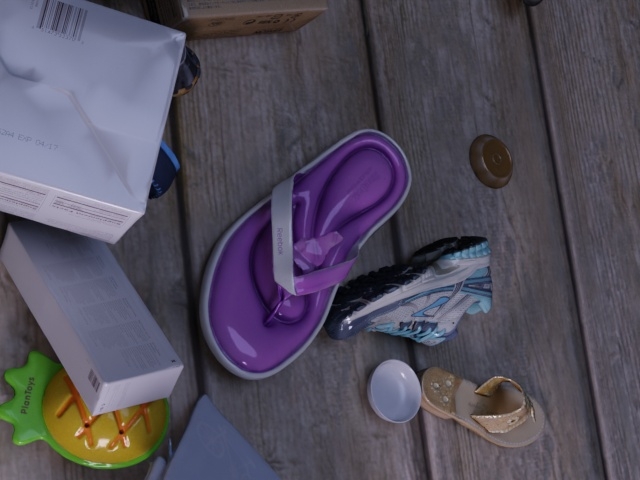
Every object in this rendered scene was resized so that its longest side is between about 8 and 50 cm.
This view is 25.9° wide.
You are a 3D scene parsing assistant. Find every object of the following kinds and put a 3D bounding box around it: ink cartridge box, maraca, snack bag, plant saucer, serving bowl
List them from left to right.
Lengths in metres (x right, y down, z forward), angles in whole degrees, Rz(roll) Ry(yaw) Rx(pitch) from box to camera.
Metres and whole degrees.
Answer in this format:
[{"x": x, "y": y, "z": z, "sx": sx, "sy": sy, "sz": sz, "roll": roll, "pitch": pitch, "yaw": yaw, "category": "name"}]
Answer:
[{"x": -0.256, "y": 0.183, "z": 1.517, "sx": 0.185, "sy": 0.099, "sz": 0.127, "roll": 13, "pitch": 62, "yaw": -14, "category": "maraca"}, {"x": -0.125, "y": -0.364, "z": 1.788, "sx": 0.234, "sy": 0.088, "sz": 0.193, "roll": -11, "pitch": 81, "yaw": -37, "category": "ink cartridge box"}, {"x": -0.076, "y": 0.351, "z": 1.536, "sx": 0.323, "sy": 0.037, "sz": 0.342, "roll": 49, "pitch": 19, "yaw": -12, "category": "snack bag"}, {"x": 0.091, "y": 0.197, "z": 1.809, "sx": 0.083, "sy": 0.027, "sz": 0.083, "roll": 11, "pitch": 70, "yaw": -33, "category": "serving bowl"}, {"x": 0.255, "y": -0.118, "z": 2.037, "sx": 0.083, "sy": 0.015, "sz": 0.083, "roll": 12, "pitch": 69, "yaw": -34, "category": "plant saucer"}]

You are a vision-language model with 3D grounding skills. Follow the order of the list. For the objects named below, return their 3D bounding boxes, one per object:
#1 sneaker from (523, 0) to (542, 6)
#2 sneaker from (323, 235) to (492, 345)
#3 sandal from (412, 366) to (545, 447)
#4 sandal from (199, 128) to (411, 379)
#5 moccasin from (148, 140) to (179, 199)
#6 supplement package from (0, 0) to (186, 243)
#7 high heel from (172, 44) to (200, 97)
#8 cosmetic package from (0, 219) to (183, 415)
[{"x": 0.244, "y": -0.545, "z": 2.120, "sx": 0.182, "sy": 0.158, "sz": 0.410, "roll": -14, "pitch": 85, "yaw": -7, "category": "sneaker"}, {"x": 0.129, "y": 0.089, "z": 1.825, "sx": 0.283, "sy": 0.110, "sz": 0.122, "roll": -22, "pitch": 102, "yaw": -34, "category": "sneaker"}, {"x": 0.240, "y": 0.221, "z": 1.878, "sx": 0.240, "sy": 0.079, "sz": 0.088, "roll": 20, "pitch": 65, "yaw": -30, "category": "sandal"}, {"x": -0.012, "y": -0.010, "z": 1.738, "sx": 0.169, "sy": 0.102, "sz": 0.416, "roll": 39, "pitch": 56, "yaw": -7, "category": "sandal"}, {"x": -0.327, "y": -0.126, "z": 1.557, "sx": 0.342, "sy": 0.138, "sz": 0.117, "roll": 28, "pitch": 64, "yaw": -10, "category": "moccasin"}, {"x": -0.297, "y": -0.139, "z": 1.419, "sx": 0.261, "sy": 0.145, "sz": 0.204, "roll": 17, "pitch": 72, "yaw": -16, "category": "supplement package"}, {"x": -0.276, "y": -0.219, "z": 1.658, "sx": 0.261, "sy": 0.186, "sz": 0.093, "roll": 9, "pitch": 87, "yaw": 0, "category": "high heel"}, {"x": -0.251, "y": 0.075, "z": 1.506, "sx": 0.099, "sy": 0.060, "sz": 0.239, "roll": -11, "pitch": 52, "yaw": -36, "category": "cosmetic package"}]
